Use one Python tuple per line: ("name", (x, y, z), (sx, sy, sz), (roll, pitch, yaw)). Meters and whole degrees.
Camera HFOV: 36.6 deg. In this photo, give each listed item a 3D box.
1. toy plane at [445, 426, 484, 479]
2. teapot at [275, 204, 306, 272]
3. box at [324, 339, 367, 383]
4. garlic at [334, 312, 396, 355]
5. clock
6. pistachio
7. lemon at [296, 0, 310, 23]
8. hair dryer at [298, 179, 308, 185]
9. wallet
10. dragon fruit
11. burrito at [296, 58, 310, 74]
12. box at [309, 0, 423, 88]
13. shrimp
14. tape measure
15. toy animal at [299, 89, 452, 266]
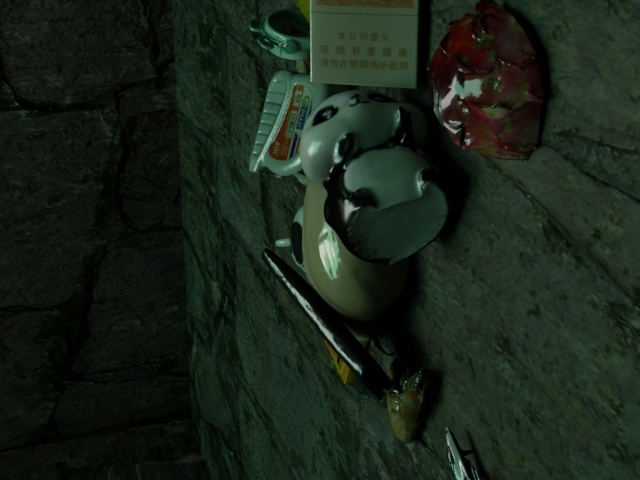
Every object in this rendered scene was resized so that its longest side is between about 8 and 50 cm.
("toy plane", (0.275, 0.450, 1.745), (0.160, 0.082, 0.234), (98, 171, -62))
("teapot", (0.000, 0.000, 2.221), (0.294, 0.129, 0.193), (-176, 78, -70))
("box", (0.039, 0.192, 2.315), (0.269, 0.043, 0.152), (-118, 28, -42))
("garlic", (0.075, 0.155, 2.124), (0.148, 0.128, 0.266), (55, 164, -25))
("clock", (-0.059, -0.452, 2.115), (0.148, 0.189, 0.060), (-114, 26, -43))
("pistachio", (0.062, 0.002, 1.940), (0.226, 0.208, 0.331), (-11, 94, 29))
("lemon", (0.036, -0.489, 1.854), (0.184, 0.184, 0.248), (172, 90, -70))
("hair dryer", (-0.017, -0.248, 2.263), (0.131, 0.073, 0.236), (180, 84, -71))
("wallet", (0.012, 0.168, 2.009), (0.377, 0.051, 0.197), (49, -179, 30))
("dragon fruit", (0.241, -0.259, 1.454), (0.161, 0.126, 0.274), (119, 138, -60))
("burrito", (-0.035, -0.459, 2.258), (0.058, 0.045, 0.188), (-74, -7, -48))
("box", (0.083, -0.459, 1.724), (0.051, 0.205, 0.365), (-53, -35, -63))
("shrimp", (0.176, 0.298, 1.978), (0.296, 0.058, 0.169), (102, 155, -51))
("tape measure", (-0.037, -0.246, 2.142), (0.246, 0.125, 0.243), (20, 99, 45))
("toy animal", (0.089, -0.134, 1.766), (0.251, 0.251, 0.310), (105, 154, -48))
